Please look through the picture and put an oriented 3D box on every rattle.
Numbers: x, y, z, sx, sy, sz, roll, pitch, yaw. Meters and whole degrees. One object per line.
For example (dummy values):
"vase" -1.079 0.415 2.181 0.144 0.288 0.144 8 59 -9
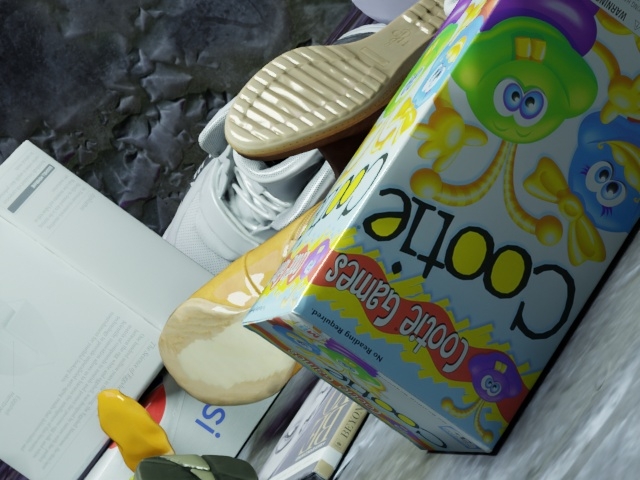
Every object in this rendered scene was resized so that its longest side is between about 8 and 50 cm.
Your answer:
"rattle" -0.172 0.243 1.676 0.200 0.143 0.130 -51 24 -25

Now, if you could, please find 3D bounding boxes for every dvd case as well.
"dvd case" 0.020 0.109 1.521 0.221 0.018 0.164 -59 9 -28

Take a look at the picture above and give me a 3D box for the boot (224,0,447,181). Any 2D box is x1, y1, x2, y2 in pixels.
"boot" 0.027 -0.079 1.656 0.248 0.090 0.207 -31 -33 -26

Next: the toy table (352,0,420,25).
"toy table" 0.131 -0.274 1.768 0.274 0.252 0.161 7 77 69

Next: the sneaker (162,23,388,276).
"sneaker" -0.062 -0.051 1.859 0.366 0.137 0.210 -45 -7 26

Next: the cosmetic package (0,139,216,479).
"cosmetic package" -0.254 0.073 1.824 0.224 0.224 0.138 -51 3 29

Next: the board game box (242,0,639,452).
"board game box" 0.098 -0.027 1.176 0.275 0.144 0.142 -56 8 -12

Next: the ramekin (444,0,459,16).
"ramekin" 0.216 -0.236 1.424 0.273 0.127 0.273 -52 9 11

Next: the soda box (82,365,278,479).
"soda box" -0.134 0.186 1.819 0.286 0.098 0.091 -55 8 -9

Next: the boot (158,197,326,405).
"boot" 0.005 0.021 1.636 0.211 0.104 0.295 -42 5 -40

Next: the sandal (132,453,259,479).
"sandal" -0.089 0.231 1.402 0.303 0.120 0.086 -83 2 -77
